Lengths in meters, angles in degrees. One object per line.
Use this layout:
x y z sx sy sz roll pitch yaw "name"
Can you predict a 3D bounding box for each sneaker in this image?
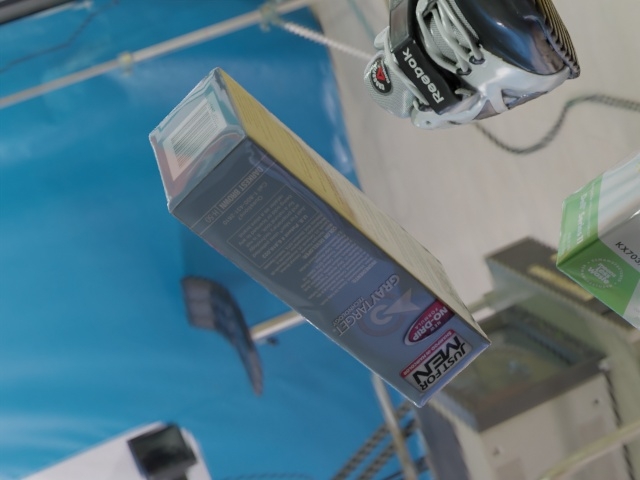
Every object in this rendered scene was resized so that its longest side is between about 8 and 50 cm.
0.103 -0.138 0.928 0.330 0.146 0.122 27 -141 -81 "sneaker"

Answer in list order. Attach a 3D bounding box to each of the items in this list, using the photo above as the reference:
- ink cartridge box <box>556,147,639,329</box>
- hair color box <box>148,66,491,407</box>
0.454 -0.036 1.358 0.207 0.119 0.353 35 134 -17 "ink cartridge box"
0.000 0.000 1.324 0.374 0.113 0.185 39 -167 -29 "hair color box"
